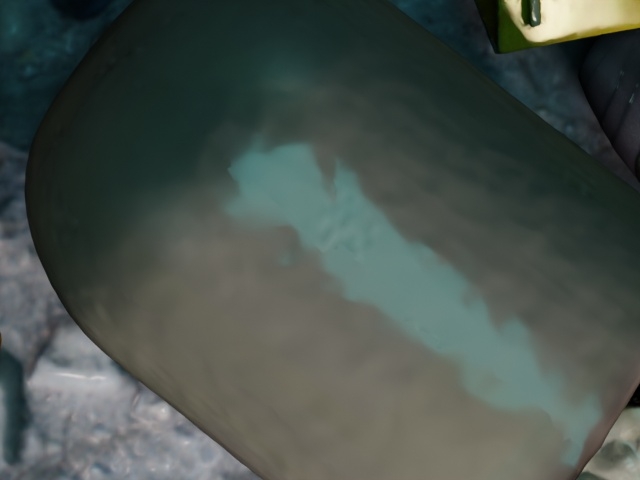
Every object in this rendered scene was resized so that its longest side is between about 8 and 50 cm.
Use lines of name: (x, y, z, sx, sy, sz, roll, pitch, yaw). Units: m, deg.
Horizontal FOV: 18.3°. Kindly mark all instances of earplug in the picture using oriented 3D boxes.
earplug: (0.000, 0.000, 1.324, 0.394, 0.312, 0.312, 37, 82, -11)

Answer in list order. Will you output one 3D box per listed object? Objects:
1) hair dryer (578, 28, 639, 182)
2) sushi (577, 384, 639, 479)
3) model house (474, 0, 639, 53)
hair dryer: (0.406, -0.109, 1.505, 0.361, 0.121, 0.301, -35, 67, -26)
sushi: (0.281, 0.223, 1.431, 0.234, 0.207, 0.348, -25, 102, 19)
model house: (0.145, -0.288, 1.347, 0.300, 0.340, 0.323, -14, 98, -12)
